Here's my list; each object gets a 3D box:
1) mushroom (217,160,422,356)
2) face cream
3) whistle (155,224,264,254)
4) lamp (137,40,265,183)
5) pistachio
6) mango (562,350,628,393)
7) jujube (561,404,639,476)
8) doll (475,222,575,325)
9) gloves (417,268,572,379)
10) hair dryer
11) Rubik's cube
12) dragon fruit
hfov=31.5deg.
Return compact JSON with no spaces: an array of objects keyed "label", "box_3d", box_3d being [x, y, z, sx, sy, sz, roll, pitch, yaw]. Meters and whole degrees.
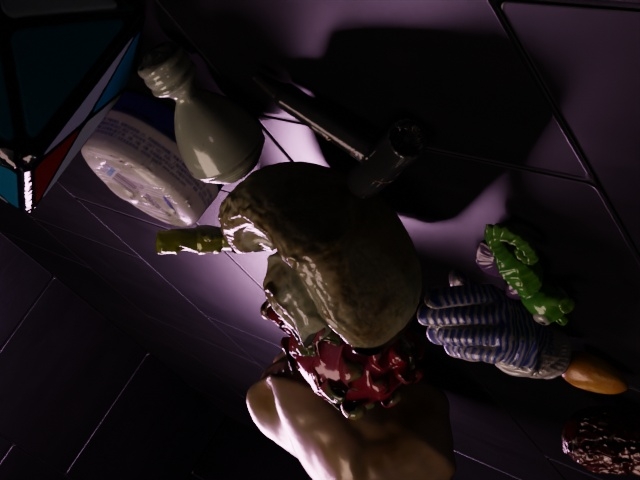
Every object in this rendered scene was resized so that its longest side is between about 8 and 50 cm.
[{"label":"mushroom","box_3d":[0.008,-0.002,1.372,0.267,0.190,0.164,51,161,27]},{"label":"face cream","box_3d":[-0.241,-0.112,1.640,0.206,0.111,0.206,29,163,10]},{"label":"whistle","box_3d":[-0.150,-0.008,1.708,0.198,0.057,0.104,-2,174,-15]},{"label":"lamp","box_3d":[-0.145,-0.150,1.374,0.106,0.106,0.193,12,146,51]},{"label":"pistachio","box_3d":[0.053,0.326,2.041,0.445,0.281,0.365,5,144,51]},{"label":"mango","box_3d":[0.352,0.173,1.457,0.089,0.046,0.060,22,161,19]},{"label":"jujube","box_3d":[0.417,0.280,1.564,0.166,0.104,0.104,10,154,30]},{"label":"doll","box_3d":[0.236,0.041,1.292,0.115,0.050,0.190,20,158,49]},{"label":"gloves","box_3d":[0.219,0.107,1.406,0.229,0.119,0.097,18,135,-26]},{"label":"hair dryer","box_3d":[0.012,-0.132,1.228,0.195,0.050,0.173,38,161,-5]},{"label":"Rubik's cube","box_3d":[-0.384,-0.214,1.367,0.246,0.248,0.250,34,163,-5]},{"label":"dragon fruit","box_3d":[0.033,0.150,1.778,0.272,0.198,0.218,51,-161,16]}]
